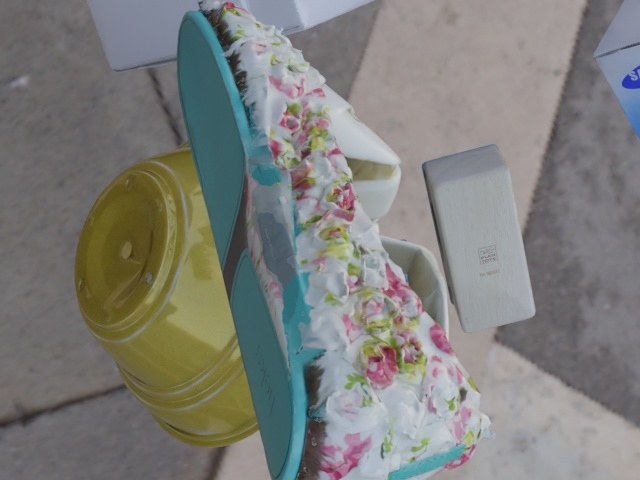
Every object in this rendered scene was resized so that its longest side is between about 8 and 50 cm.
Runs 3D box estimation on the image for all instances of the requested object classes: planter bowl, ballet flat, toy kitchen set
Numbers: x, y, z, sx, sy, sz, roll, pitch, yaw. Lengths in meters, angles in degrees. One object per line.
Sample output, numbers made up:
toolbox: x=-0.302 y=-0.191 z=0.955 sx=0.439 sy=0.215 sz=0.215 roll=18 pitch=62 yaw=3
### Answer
planter bowl: x=-0.089 y=0.015 z=0.916 sx=0.090 sy=0.217 sz=0.217 roll=17 pitch=66 yaw=-41
ballet flat: x=0.000 y=0.000 z=0.550 sx=0.077 sy=0.091 sz=0.241 roll=-1 pitch=48 yaw=-17
toy kitchen set: x=0.025 y=-0.012 z=1.049 sx=0.207 sy=0.166 sz=0.122 roll=-14 pitch=121 yaw=0

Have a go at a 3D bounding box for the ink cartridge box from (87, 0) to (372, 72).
ink cartridge box: x=-0.024 y=-0.259 z=1.032 sx=0.270 sy=0.197 sz=0.198 roll=-30 pitch=107 yaw=-43

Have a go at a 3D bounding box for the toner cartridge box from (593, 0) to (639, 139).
toner cartridge box: x=0.320 y=-0.209 z=0.981 sx=0.075 sy=0.165 sz=0.348 roll=55 pitch=46 yaw=-23
